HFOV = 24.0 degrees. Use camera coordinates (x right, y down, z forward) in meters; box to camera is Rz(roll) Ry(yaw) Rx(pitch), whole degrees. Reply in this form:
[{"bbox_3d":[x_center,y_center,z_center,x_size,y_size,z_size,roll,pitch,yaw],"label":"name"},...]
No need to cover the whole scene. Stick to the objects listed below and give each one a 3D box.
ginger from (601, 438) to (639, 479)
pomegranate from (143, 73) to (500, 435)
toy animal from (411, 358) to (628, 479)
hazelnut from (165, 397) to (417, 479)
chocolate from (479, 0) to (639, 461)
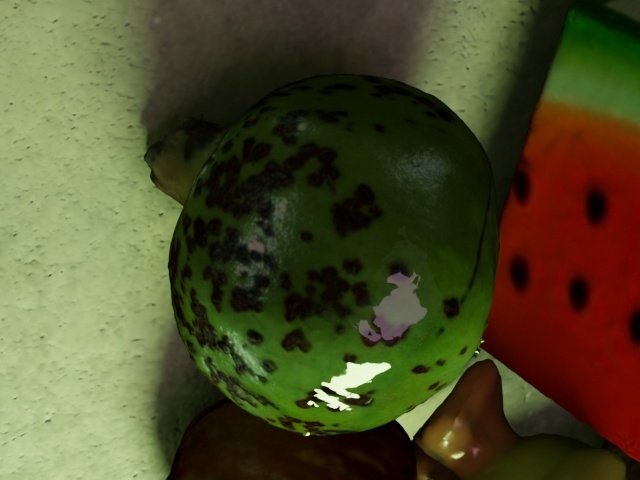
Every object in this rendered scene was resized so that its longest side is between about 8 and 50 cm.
[{"bbox_3d":[0.249,0.277,1.399,0.418,0.176,0.254,-46,105,-7],"label":"ginger"},{"bbox_3d":[0.000,0.000,1.046,0.254,0.270,0.254,-50,169,-13],"label":"pomegranate"},{"bbox_3d":[0.191,0.269,1.199,0.191,0.338,0.216,-43,168,-20],"label":"toy animal"},{"bbox_3d":[-0.025,0.228,1.200,0.218,0.218,0.234,-10,126,-23],"label":"hazelnut"},{"bbox_3d":[0.300,0.011,1.106,0.161,0.360,0.341,-15,130,-43],"label":"chocolate"}]
